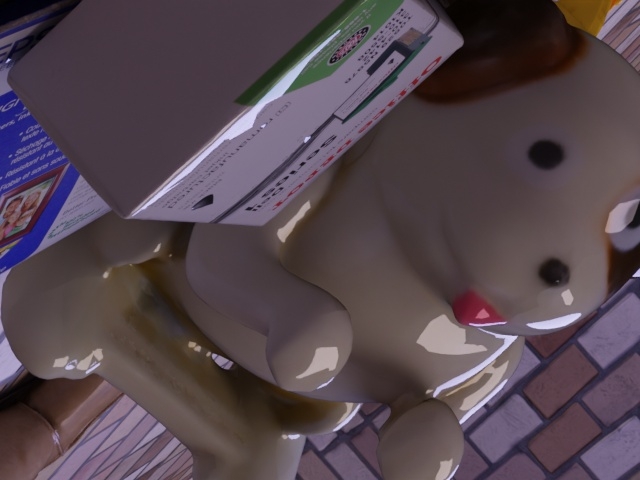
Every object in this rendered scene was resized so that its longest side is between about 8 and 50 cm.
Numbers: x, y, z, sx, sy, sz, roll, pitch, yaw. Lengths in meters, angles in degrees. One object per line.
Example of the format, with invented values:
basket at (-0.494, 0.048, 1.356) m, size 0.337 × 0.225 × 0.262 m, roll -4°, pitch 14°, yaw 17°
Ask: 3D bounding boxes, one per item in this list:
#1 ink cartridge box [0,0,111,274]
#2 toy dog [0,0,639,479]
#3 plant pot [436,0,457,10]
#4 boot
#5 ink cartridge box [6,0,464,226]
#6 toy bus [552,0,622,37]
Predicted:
ink cartridge box at (-0.132, -0.087, 0.943) m, size 0.304 × 0.072 × 0.307 m, roll -32°, pitch 166°, yaw -41°
toy dog at (0.057, -0.003, 1.200) m, size 0.408 × 0.284 × 0.395 m, roll -20°, pitch -153°, yaw 42°
plant pot at (0.103, -0.112, 1.472) m, size 0.167 × 0.167 × 0.165 m, roll -34°, pitch 143°, yaw -42°
boot at (-0.221, 0.128, 1.604) m, size 0.269 × 0.089 × 0.236 m, roll -42°, pitch -178°, yaw 3°
ink cartridge box at (-0.029, -0.090, 0.843) m, size 0.160 × 0.092 × 0.219 m, roll -42°, pitch 170°, yaw 11°
toy bus at (0.179, -0.196, 1.612) m, size 0.220 × 0.149 × 0.211 m, roll -48°, pitch -174°, yaw 49°
